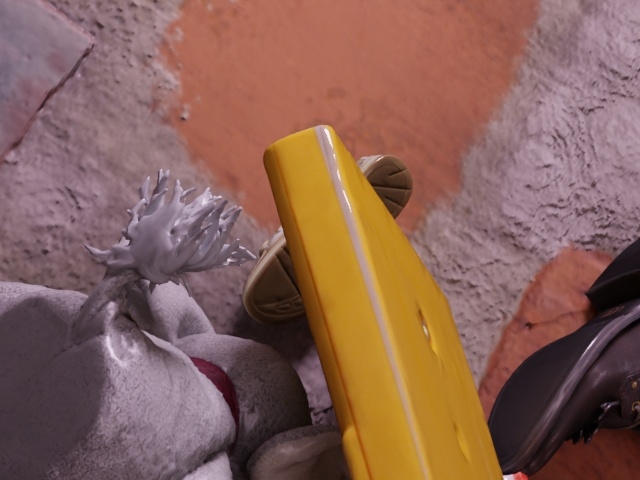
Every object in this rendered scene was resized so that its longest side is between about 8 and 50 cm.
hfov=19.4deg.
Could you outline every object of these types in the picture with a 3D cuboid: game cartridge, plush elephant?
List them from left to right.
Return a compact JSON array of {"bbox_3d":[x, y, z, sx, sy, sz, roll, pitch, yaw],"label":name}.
[{"bbox_3d":[-0.113,0.126,1.118,0.330,0.272,0.255,-46,143,7],"label":"plush elephant"},{"bbox_3d":[0.063,0.129,1.128,0.052,0.285,0.324,-19,61,11],"label":"game cartridge"}]

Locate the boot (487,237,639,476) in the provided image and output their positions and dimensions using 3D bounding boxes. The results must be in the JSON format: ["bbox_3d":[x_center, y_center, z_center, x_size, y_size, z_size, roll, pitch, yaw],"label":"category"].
[{"bbox_3d":[0.263,0.139,1.359,0.229,0.091,0.263,49,63,-10],"label":"boot"}]

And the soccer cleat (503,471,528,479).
[{"bbox_3d":[0.158,0.236,1.315,0.196,0.076,0.068,46,24,-27],"label":"soccer cleat"}]

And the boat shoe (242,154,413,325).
[{"bbox_3d":[-0.001,-0.002,1.289,0.153,0.048,0.056,-49,115,-17],"label":"boat shoe"}]
